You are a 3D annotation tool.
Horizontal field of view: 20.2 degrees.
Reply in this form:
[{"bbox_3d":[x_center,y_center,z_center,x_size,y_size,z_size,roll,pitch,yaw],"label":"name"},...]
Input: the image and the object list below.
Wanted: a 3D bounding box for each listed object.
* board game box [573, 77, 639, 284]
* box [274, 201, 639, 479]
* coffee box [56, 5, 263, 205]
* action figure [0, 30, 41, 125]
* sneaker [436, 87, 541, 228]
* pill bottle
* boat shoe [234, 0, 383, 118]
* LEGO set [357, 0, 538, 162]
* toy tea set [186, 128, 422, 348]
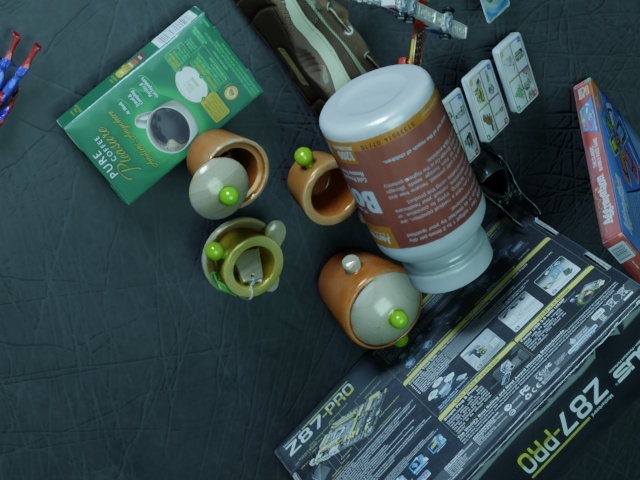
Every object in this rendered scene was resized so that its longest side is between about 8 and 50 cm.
[{"bbox_3d":[0.331,-0.045,1.908,0.027,0.281,0.145,-30,122,22],"label":"board game box"},{"bbox_3d":[0.155,0.165,1.881,0.395,0.318,0.097,-47,118,-2],"label":"box"},{"bbox_3d":[-0.161,-0.135,1.799,0.184,0.040,0.113,-42,120,-4],"label":"coffee box"},{"bbox_3d":[-0.311,-0.146,1.742,0.038,0.030,0.115,26,102,-22],"label":"action figure"},{"bbox_3d":[0.167,-0.090,1.921,0.051,0.089,0.170,-40,119,-4],"label":"sneaker"},{"bbox_3d":[0.092,-0.057,1.793,0.121,0.121,0.216,-31,118,-9],"label":"pill bottle"},{"bbox_3d":[-0.011,-0.230,1.807,0.095,0.095,0.257,-45,126,-17],"label":"boat shoe"},{"bbox_3d":[0.134,-0.218,1.867,0.182,0.060,0.244,-44,123,-41],"label":"LEGO set"},{"bbox_3d":[0.000,0.000,1.845,0.336,0.124,0.200,12,105,-34],"label":"toy tea set"}]
